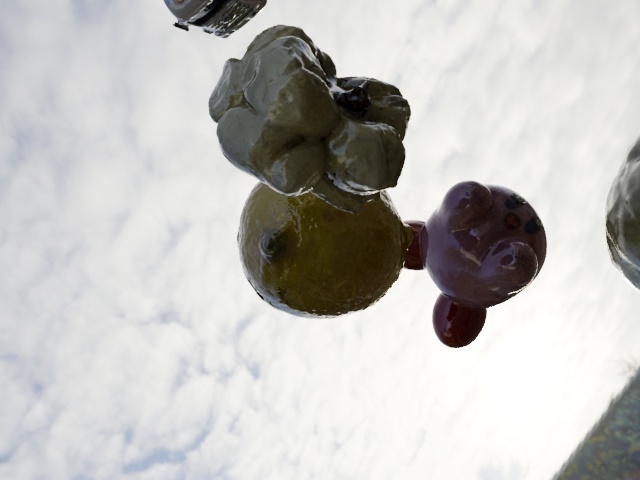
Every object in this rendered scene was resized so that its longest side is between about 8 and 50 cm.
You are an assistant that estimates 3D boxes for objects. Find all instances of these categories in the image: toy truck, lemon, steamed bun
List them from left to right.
[{"bbox_3d":[-0.150,-0.348,0.780,0.114,0.098,0.226,-9,-105,-53],"label":"toy truck"},{"bbox_3d":[-0.003,-0.112,0.615,0.106,0.178,0.192,-54,19,33],"label":"steamed bun"},{"bbox_3d":[0.008,0.002,0.988,0.254,0.228,0.228,12,-77,-28],"label":"lemon"}]

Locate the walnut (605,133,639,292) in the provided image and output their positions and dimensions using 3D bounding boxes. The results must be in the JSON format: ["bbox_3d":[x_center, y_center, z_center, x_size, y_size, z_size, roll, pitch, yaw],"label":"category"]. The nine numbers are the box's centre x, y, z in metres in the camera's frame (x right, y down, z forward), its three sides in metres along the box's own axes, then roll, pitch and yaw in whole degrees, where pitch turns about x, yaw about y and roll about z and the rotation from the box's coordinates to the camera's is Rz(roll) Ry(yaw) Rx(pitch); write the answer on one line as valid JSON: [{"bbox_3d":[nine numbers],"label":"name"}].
[{"bbox_3d":[0.510,-0.038,0.844,0.253,0.282,0.276,107,-172,-59],"label":"walnut"}]

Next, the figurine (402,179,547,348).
[{"bbox_3d":[0.289,0.012,1.264,0.211,0.269,0.261,-21,-19,-43],"label":"figurine"}]
